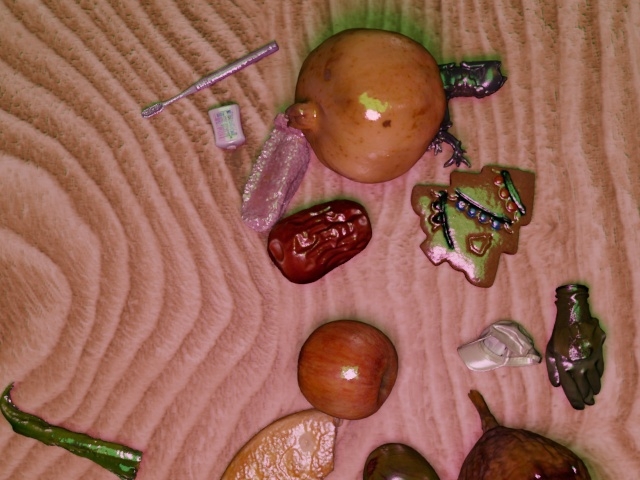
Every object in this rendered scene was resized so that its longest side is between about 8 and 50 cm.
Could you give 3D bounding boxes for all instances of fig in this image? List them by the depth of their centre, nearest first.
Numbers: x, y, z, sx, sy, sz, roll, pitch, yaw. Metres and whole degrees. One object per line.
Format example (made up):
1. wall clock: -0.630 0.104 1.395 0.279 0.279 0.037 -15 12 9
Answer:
1. fig: 0.371 0.463 1.748 0.286 0.286 0.368 -30 50 0
2. fig: 0.215 0.529 1.809 0.259 0.151 0.151 25 86 -12

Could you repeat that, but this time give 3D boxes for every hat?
1. hat: 0.383 0.233 1.857 0.166 0.081 0.122 -20 123 15

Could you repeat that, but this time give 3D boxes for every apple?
1. apple: 0.058 0.270 1.795 0.188 0.211 0.211 19 85 28

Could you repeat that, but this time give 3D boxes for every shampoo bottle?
1. shampoo bottle: -0.211 -0.254 1.945 0.072 0.043 0.099 -13 84 2

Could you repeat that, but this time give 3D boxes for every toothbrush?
1. toothbrush: -0.256 -0.368 1.966 0.354 0.029 0.024 -27 97 0

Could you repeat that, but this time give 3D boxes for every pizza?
1. pizza: -0.084 0.490 1.847 0.365 0.074 0.182 -43 82 -2

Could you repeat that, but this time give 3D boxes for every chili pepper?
1. chili pepper: -0.559 0.428 1.886 0.359 0.076 0.085 25 111 5

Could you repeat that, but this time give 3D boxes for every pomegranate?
1. pomegranate: 0.086 -0.276 1.776 0.343 0.342 0.342 0 84 3

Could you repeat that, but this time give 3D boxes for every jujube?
1. jujube: 0.000 0.000 1.859 0.230 0.155 0.155 -23 83 -9

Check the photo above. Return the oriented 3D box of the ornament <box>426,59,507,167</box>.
1. ornament: 0.318 -0.272 1.890 0.202 0.080 0.236 -3 75 8

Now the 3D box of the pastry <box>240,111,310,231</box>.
1. pastry: -0.096 -0.145 1.899 0.103 0.112 0.265 23 92 17

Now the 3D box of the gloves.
1. gloves: 0.545 0.228 1.828 0.135 0.107 0.268 -10 85 33

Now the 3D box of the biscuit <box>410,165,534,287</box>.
1. biscuit: 0.349 -0.060 1.893 0.301 0.043 0.278 -41 83 -1
